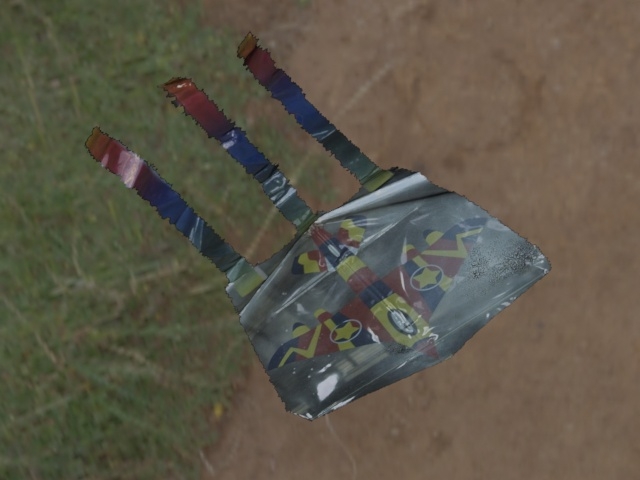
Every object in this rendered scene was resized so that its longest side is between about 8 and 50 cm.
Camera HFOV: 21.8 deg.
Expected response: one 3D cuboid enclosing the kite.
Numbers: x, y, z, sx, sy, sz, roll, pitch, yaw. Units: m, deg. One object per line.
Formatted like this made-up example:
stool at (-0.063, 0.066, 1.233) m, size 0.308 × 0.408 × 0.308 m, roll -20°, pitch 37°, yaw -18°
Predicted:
kite at (-0.001, -0.001, 0.700) m, size 0.141 × 0.245 × 0.015 m, roll -36°, pitch 50°, yaw 8°
